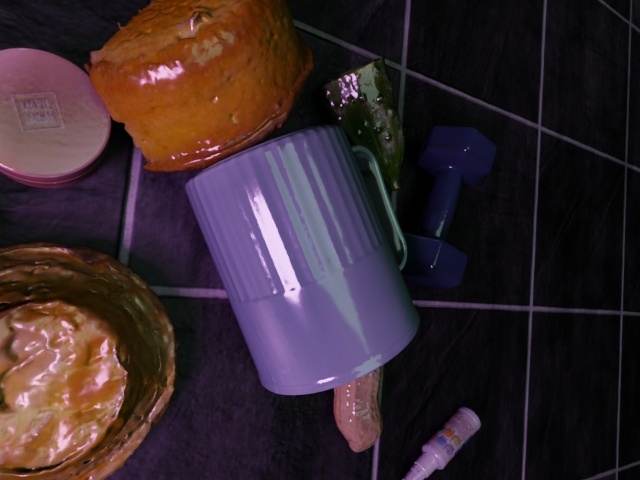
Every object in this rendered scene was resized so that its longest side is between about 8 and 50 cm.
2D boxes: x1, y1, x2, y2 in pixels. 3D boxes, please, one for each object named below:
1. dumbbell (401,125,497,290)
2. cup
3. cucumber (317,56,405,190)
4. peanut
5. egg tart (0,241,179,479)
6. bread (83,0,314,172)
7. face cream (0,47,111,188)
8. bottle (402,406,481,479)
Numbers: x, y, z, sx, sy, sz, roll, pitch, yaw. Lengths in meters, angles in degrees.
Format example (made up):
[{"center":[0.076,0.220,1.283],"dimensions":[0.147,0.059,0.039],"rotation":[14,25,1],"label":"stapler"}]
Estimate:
[{"center":[0.246,-0.068,0.825],"dimensions":[0.159,0.144,0.325],"rotation":[27,75,-29],"label":"dumbbell"},{"center":[0.003,0.002,0.608],"dimensions":[0.331,0.256,0.312],"rotation":[-24,99,-13],"label":"cup"},{"center":[0.097,-0.205,0.757],"dimensions":[0.134,0.134,0.245],"rotation":[-32,108,-27],"label":"cucumber"},{"center":[0.069,0.280,0.746],"dimensions":[0.098,0.090,0.215],"rotation":[-2,91,-60],"label":"peanut"},{"center":[-0.336,0.168,0.492],"dimensions":[0.340,0.129,0.342],"rotation":[0,91,-29],"label":"egg tart"},{"center":[-0.120,-0.248,0.549],"dimensions":[0.340,0.178,0.194],"rotation":[-64,148,-28],"label":"bread"},{"center":[-0.346,-0.144,0.504],"dimensions":[0.149,0.104,0.149],"rotation":[1,88,-31],"label":"face cream"},{"center":[0.257,0.446,0.868],"dimensions":[0.217,0.060,0.060],"rotation":[-28,103,-28],"label":"bottle"}]
